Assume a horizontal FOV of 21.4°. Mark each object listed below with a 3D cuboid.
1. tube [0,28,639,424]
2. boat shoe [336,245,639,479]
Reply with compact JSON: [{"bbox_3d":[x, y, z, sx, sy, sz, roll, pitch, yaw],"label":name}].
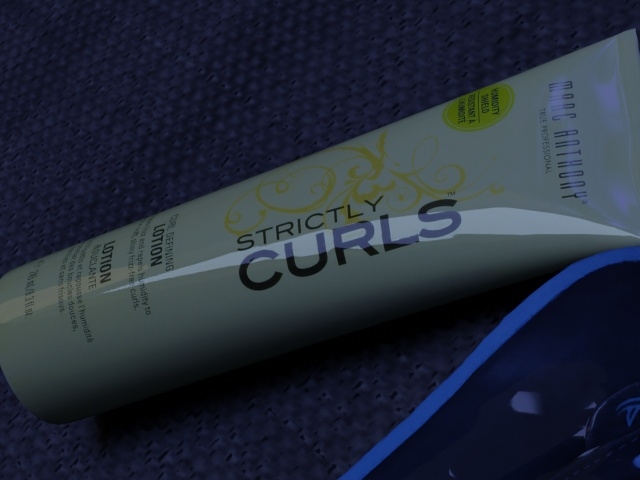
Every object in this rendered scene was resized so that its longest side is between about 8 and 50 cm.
[{"bbox_3d":[0.000,0.000,0.576,0.240,0.062,0.070,-19,87,22],"label":"tube"},{"bbox_3d":[0.028,0.109,0.423,0.258,0.109,0.089,-52,44,-4],"label":"boat shoe"}]
